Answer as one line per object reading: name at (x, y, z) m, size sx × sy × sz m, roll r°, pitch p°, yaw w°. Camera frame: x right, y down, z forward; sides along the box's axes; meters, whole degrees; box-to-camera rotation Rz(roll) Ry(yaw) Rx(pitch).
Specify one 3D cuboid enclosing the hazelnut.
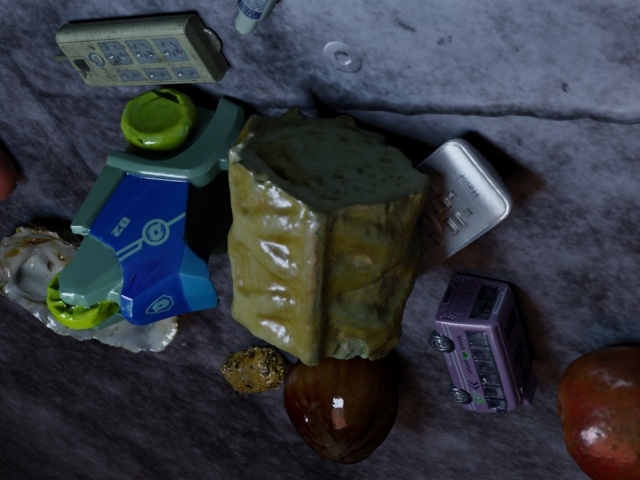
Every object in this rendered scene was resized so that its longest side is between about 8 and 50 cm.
hazelnut at (0.030, 0.239, 1.994) m, size 0.178 × 0.178 × 0.204 m, roll 32°, pitch 140°, yaw -4°

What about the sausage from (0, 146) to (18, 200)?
sausage at (-0.503, -0.116, 1.996) m, size 0.076 × 0.076 × 0.141 m, roll 5°, pitch 140°, yaw 34°

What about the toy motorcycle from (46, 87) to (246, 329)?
toy motorcycle at (-0.187, -0.012, 1.653) m, size 0.199 × 0.326 × 0.191 m, roll 15°, pitch 147°, yaw 18°

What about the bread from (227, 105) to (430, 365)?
bread at (0.006, 0.000, 1.578) m, size 0.238 × 0.196 × 0.252 m, roll 32°, pitch 130°, yaw 23°

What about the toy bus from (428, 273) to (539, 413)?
toy bus at (0.218, 0.140, 1.773) m, size 0.108 × 0.096 × 0.199 m, roll 5°, pitch 139°, yaw 27°

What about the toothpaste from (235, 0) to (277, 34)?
toothpaste at (-0.051, -0.290, 1.421) m, size 0.062 × 0.037 × 0.216 m, roll 30°, pitch 145°, yaw -2°

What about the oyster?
oyster at (-0.401, 0.044, 2.144) m, size 0.396 × 0.111 × 0.204 m, roll 16°, pitch 129°, yaw 21°

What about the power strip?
power strip at (-0.234, -0.231, 1.651) m, size 0.268 × 0.034 × 0.092 m, roll 3°, pitch 141°, yaw 36°

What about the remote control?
remote control at (0.130, -0.030, 1.637) m, size 0.109 × 0.055 × 0.313 m, roll 50°, pitch 150°, yaw 0°

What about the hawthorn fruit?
hawthorn fruit at (0.398, 0.214, 1.671) m, size 0.200 × 0.179 × 0.179 m, roll -19°, pitch 127°, yaw 30°

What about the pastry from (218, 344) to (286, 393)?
pastry at (-0.105, 0.211, 2.172) m, size 0.140 × 0.056 × 0.080 m, roll -8°, pitch 126°, yaw 54°
